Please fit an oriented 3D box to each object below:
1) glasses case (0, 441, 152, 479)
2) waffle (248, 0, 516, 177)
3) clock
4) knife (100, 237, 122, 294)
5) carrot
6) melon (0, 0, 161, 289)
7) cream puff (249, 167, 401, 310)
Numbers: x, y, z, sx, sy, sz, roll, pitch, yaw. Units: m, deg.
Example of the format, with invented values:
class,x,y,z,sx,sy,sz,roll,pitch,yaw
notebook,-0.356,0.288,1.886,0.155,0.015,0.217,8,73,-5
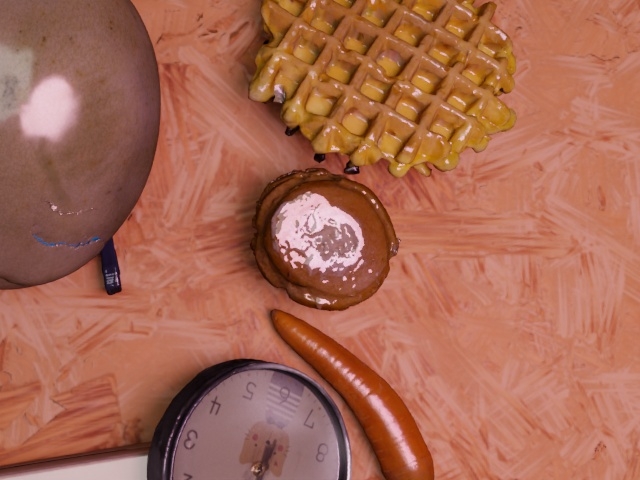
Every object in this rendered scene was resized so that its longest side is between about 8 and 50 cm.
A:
class,x,y,z,sx,sy,sz,roll,pitch,yaw
glasses case,-0.269,0.293,0.831,0.312,0.070,0.131,-7,86,-10
waffle,0.080,-0.212,0.903,0.329,0.062,0.329,3,69,-9
clock,-0.067,0.235,0.832,0.225,0.049,0.226,8,76,-33
knife,-0.235,0.000,0.882,0.018,0.031,0.121,-11,86,-7
carrot,0.046,0.173,0.901,0.271,0.066,0.062,56,36,2
melon,-0.295,-0.108,0.766,0.268,0.268,0.330,17,101,-7
cream puff,0.000,0.000,0.874,0.150,0.115,0.165,-25,98,-9
